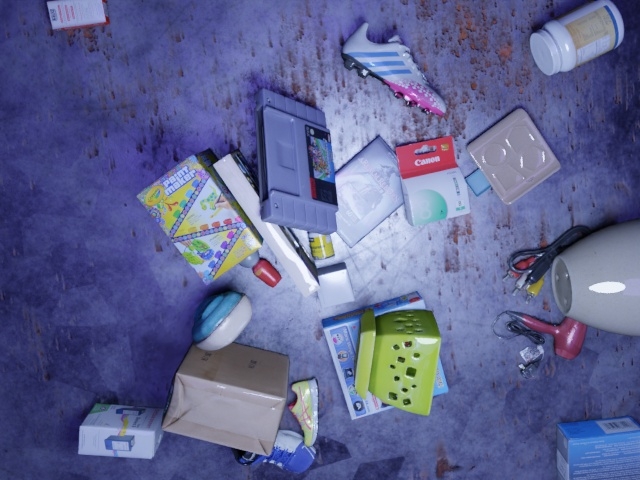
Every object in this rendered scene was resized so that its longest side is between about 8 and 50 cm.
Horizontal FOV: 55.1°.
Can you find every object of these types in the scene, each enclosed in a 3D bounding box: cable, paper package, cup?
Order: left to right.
[{"bbox_3d":[-0.249,0.414,1.699,0.310,0.325,0.168,15,100,-5],"label":"paper package"},{"bbox_3d":[0.660,0.045,1.816,0.287,0.072,0.139,-45,91,-6],"label":"cable"},{"bbox_3d":[0.781,0.113,1.688,0.237,0.331,0.330,-6,102,2],"label":"cup"}]

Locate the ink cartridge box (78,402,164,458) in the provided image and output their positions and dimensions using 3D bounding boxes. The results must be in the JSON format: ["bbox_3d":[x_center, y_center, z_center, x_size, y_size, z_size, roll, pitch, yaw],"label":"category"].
[{"bbox_3d":[-0.576,0.556,1.797,0.213,0.154,0.093,7,100,-3],"label":"ink cartridge box"}]

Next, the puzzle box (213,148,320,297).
[{"bbox_3d":[-0.136,-0.057,1.633,0.052,0.272,0.408,-33,102,4],"label":"puzzle box"}]

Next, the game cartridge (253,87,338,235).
[{"bbox_3d":[-0.059,-0.200,1.578,0.230,0.068,0.354,9,67,-38],"label":"game cartridge"}]

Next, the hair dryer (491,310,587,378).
[{"bbox_3d":[0.688,0.271,1.839,0.294,0.080,0.223,-32,100,3],"label":"hair dryer"}]

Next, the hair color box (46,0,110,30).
[{"bbox_3d":[-0.634,-0.597,1.612,0.141,0.043,0.071,-8,102,-2],"label":"hair color box"}]

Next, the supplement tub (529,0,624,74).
[{"bbox_3d":[0.681,-0.541,1.637,0.200,0.144,0.144,-26,102,3],"label":"supplement tub"}]

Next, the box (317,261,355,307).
[{"bbox_3d":[0.038,0.129,1.773,0.102,0.087,0.101,-14,102,0],"label":"box"}]

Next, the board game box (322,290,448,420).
[{"bbox_3d":[0.192,0.342,1.825,0.302,0.086,0.308,-16,102,0],"label":"board game box"}]

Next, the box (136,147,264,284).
[{"bbox_3d":[-0.294,-0.076,1.612,0.177,0.290,0.279,-35,100,5],"label":"box"}]

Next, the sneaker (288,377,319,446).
[{"bbox_3d":[-0.051,0.521,1.858,0.094,0.081,0.208,-1,91,-2],"label":"sneaker"}]

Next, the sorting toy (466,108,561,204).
[{"bbox_3d":[0.544,-0.236,1.734,0.193,0.038,0.208,-37,96,5],"label":"sorting toy"}]

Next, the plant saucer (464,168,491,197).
[{"bbox_3d":[0.507,-0.206,1.763,0.192,0.018,0.067,-37,101,6],"label":"plant saucer"}]

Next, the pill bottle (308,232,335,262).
[{"bbox_3d":[0.000,0.000,1.756,0.065,0.065,0.116,-12,101,0],"label":"pill bottle"}]

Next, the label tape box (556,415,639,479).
[{"bbox_3d":[0.878,0.737,1.930,0.241,0.106,0.333,-6,103,-1],"label":"label tape box"}]

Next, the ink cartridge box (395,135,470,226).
[{"bbox_3d":[0.319,-0.167,1.727,0.181,0.056,0.224,-14,104,-13],"label":"ink cartridge box"}]

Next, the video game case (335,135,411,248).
[{"bbox_3d":[0.126,-0.136,1.755,0.274,0.026,0.196,-41,101,6],"label":"video game case"}]

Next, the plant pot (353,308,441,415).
[{"bbox_3d":[0.200,0.315,1.667,0.207,0.228,0.226,7,102,2],"label":"plant pot"}]

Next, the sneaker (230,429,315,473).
[{"bbox_3d":[-0.171,0.615,1.815,0.316,0.182,0.127,35,99,-9],"label":"sneaker"}]

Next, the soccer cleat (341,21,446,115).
[{"bbox_3d":[0.217,-0.461,1.645,0.331,0.116,0.143,29,99,-8],"label":"soccer cleat"}]

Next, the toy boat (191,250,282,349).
[{"bbox_3d":[-0.252,0.162,1.718,0.148,0.267,0.318,43,66,-8],"label":"toy boat"}]
